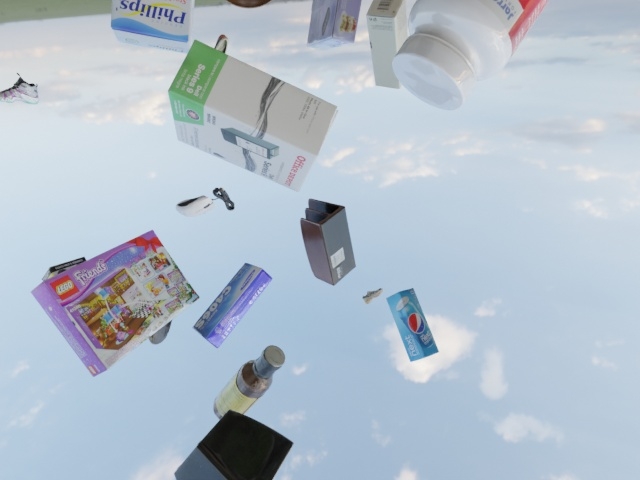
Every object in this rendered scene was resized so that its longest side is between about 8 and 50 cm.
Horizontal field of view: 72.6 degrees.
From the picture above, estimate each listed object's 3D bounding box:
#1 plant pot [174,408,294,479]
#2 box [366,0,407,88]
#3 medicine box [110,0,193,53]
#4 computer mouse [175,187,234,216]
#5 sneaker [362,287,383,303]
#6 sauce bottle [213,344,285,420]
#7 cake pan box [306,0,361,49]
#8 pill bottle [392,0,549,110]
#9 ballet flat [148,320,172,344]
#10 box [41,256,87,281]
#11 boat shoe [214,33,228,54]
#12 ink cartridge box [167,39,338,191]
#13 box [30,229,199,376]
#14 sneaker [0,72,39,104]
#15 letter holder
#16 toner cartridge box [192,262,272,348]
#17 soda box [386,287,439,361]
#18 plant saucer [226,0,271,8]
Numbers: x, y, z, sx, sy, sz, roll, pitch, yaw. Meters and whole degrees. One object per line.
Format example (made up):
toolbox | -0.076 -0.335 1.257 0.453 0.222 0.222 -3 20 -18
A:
plant pot | -0.202 0.497 0.959 0.167 0.188 0.187 40 -156 7
box | 0.219 -0.626 1.383 0.094 0.275 0.113 16 -114 20
medicine box | -0.592 -0.855 1.565 0.263 0.290 0.149 4 -177 -15
computer mouse | -0.396 -0.116 1.472 0.192 0.106 0.042 -17 -126 7
sneaker | 0.190 0.195 1.600 0.083 0.032 0.037 -34 -124 -7
sauce bottle | -0.215 0.438 1.332 0.111 0.344 0.112 27 -146 -20
cake pan box | 0.041 -0.635 1.106 0.070 0.267 0.246 4 -165 -21
pill bottle | 0.332 -0.489 0.898 0.408 0.229 0.229 -56 -138 -1
ballet flat | -0.516 0.249 1.421 0.058 0.084 0.250 4 -153 -1
box | -0.515 0.155 0.971 0.058 0.232 0.087 -37 174 34
boat shoe | -0.370 -0.681 1.594 0.049 0.137 0.043 5 -141 -36
ink cartridge box | -0.135 -0.232 0.872 0.288 0.211 0.122 23 -106 -7
box | -0.415 0.117 0.931 0.057 0.201 0.293 -28 -173 29
sneaker | -0.731 -0.367 1.042 0.038 0.069 0.098 34 -150 30
letter holder | 0.000 0.000 1.809 0.214 0.302 0.152 19 -136 40
toner cartridge box | -0.358 0.254 1.769 0.348 0.075 0.165 -53 -149 -18
soda box | 0.284 0.260 1.351 0.067 0.071 0.210 -8 -110 -36
plant saucer | -0.141 -0.536 0.825 0.168 0.169 0.029 -7 -143 -3
